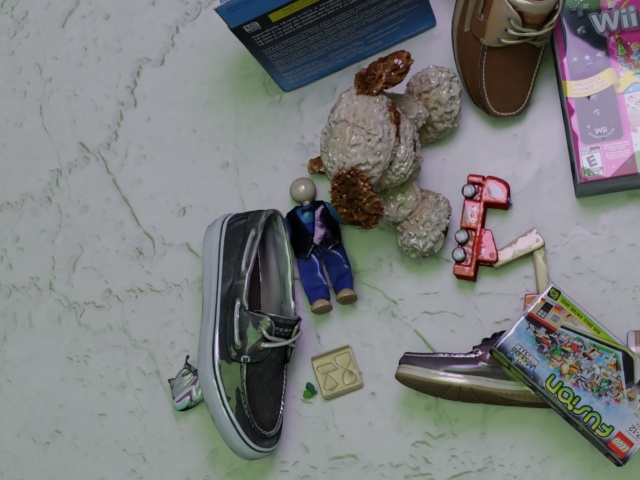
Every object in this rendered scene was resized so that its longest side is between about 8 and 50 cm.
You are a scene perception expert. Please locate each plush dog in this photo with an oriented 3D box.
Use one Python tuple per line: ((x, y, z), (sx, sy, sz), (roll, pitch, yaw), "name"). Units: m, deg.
((0.065, -0.121, 1.492), (0.210, 0.225, 0.263), (5, 81, 14), "plush dog")

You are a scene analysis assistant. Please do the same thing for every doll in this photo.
((0.000, 0.000, 1.579), (0.129, 0.046, 0.189), (-22, 69, 13), "doll")

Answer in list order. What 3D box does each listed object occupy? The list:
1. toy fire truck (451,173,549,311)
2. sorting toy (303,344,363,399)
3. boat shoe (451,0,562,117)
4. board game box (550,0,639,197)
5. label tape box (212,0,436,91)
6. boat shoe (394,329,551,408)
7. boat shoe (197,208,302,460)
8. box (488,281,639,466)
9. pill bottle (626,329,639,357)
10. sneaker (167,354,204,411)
((0.243, 0.012, 1.519), (0.135, 0.047, 0.192), (8, 81, 14), "toy fire truck")
((0.010, 0.181, 1.560), (0.083, 0.012, 0.062), (-20, 81, 5), "sorting toy")
((0.241, -0.301, 1.455), (0.122, 0.324, 0.120), (-10, 33, -13), "boat shoe")
((0.417, -0.226, 1.499), (0.224, 0.097, 0.304), (-9, 77, 11), "board game box")
((0.001, -0.328, 1.490), (0.240, 0.333, 0.106), (-24, 75, 8), "label tape box")
((0.239, 0.159, 1.469), (0.285, 0.103, 0.092), (4, 73, 9), "boat shoe")
((-0.086, 0.115, 1.522), (0.119, 0.121, 0.335), (-19, 73, 39), "boat shoe")
((0.318, 0.160, 1.397), (0.207, 0.036, 0.114), (42, 81, 10), "box")
((0.441, 0.144, 1.437), (0.120, 0.067, 0.067), (-1, 79, 13), "pill bottle")
((-0.165, 0.186, 1.587), (0.098, 0.038, 0.069), (-22, 76, 8), "sneaker")
